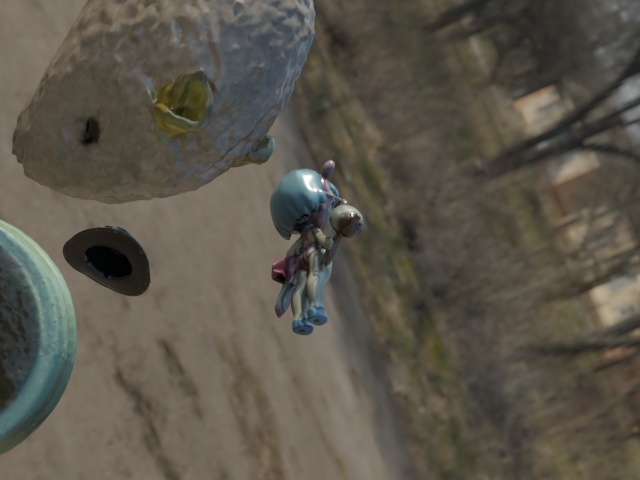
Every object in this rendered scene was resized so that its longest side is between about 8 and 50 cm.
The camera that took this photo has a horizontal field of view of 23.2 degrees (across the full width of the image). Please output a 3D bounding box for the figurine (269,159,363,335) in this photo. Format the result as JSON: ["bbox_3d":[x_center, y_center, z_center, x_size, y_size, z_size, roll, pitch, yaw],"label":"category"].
[{"bbox_3d":[-0.014,0.000,2.202,0.205,0.103,0.260,126,-29,-52],"label":"figurine"}]

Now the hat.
[{"bbox_3d":[-0.249,0.016,1.870,0.121,0.121,0.050,59,37,-39],"label":"hat"}]

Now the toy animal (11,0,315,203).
[{"bbox_3d":[-0.116,-0.179,1.437,0.226,0.358,0.188,25,-5,31],"label":"toy animal"}]

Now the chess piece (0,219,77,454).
[{"bbox_3d":[-0.285,0.085,1.270,0.299,0.194,0.194,112,-44,-83],"label":"chess piece"}]
